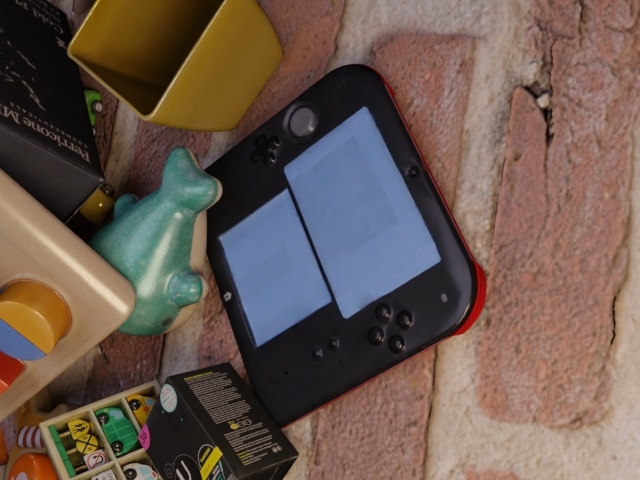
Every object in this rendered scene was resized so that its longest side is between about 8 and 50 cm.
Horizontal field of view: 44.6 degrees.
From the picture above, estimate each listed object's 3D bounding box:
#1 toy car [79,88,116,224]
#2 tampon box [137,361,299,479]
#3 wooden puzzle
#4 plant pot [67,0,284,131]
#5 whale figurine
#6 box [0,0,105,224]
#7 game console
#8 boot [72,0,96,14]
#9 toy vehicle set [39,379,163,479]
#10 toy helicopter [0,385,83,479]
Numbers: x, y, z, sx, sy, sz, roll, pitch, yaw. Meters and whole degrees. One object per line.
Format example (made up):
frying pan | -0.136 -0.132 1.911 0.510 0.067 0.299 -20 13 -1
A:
toy car | -0.417 -0.146 1.274 0.239 0.053 0.224 8 82 31
tampon box | -0.131 0.254 0.964 0.161 0.101 0.120 47 123 30
wooden puzzle | -0.460 0.080 0.981 0.348 0.322 0.080 -38 18 21
plant pot | -0.180 -0.270 1.087 0.212 0.187 0.212 40 99 31
whale figurine | -0.233 0.006 1.051 0.216 0.141 0.272 48 122 30
box | -0.612 -0.240 1.104 0.297 0.480 0.471 -40 48 18
game console | 0.000 0.000 0.993 0.342 0.060 0.386 -31 64 20
boot | -0.363 -0.420 1.317 0.087 0.042 0.118 36 98 29
toy vehicle set | -0.230 0.318 0.995 0.267 0.166 0.035 53 144 28
toy helicopter | -0.429 0.292 1.157 0.235 0.140 0.355 -43 50 25
